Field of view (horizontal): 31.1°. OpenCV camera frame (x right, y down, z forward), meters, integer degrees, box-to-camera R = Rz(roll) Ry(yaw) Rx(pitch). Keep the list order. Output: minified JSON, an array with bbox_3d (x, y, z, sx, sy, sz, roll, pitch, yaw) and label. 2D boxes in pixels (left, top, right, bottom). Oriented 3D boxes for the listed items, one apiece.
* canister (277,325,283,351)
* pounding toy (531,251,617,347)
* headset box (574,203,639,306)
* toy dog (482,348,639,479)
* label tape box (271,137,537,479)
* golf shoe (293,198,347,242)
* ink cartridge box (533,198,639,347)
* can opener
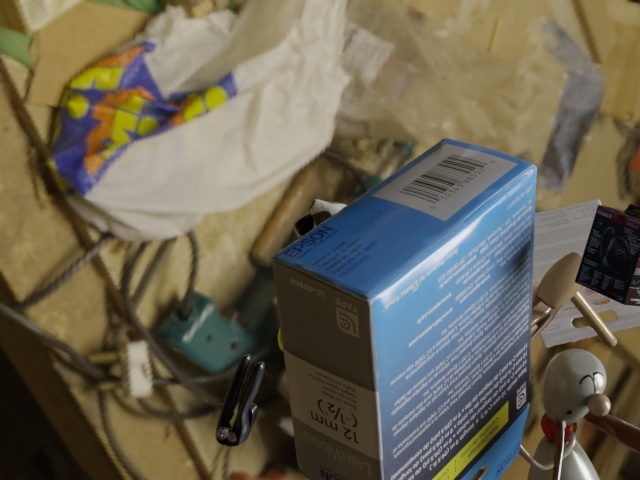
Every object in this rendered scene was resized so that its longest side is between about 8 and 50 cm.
[{"bbox_3d":[-0.009,0.137,1.938,0.170,0.073,0.126,36,71,-76],"label":"canister"},{"bbox_3d":[0.224,0.111,1.295,0.154,0.155,0.269,-40,166,-11],"label":"pounding toy"},{"bbox_3d":[0.269,0.009,1.024,0.032,0.062,0.083,8,102,-37],"label":"headset box"},{"bbox_3d":[0.322,0.307,1.429,0.220,0.161,0.334,-36,134,-9],"label":"toy dog"},{"bbox_3d":[0.088,0.116,1.057,0.249,0.115,0.348,-36,135,-39],"label":"label tape box"},{"bbox_3d":[0.000,0.000,1.693,0.198,0.093,0.077,119,-6,-51],"label":"golf shoe"},{"bbox_3d":[0.375,0.055,1.736,0.181,0.225,0.056,-12,151,-10],"label":"ink cartridge box"},{"bbox_3d":[-0.129,0.255,1.828,0.073,0.059,0.186,-61,167,-55],"label":"can opener"}]
